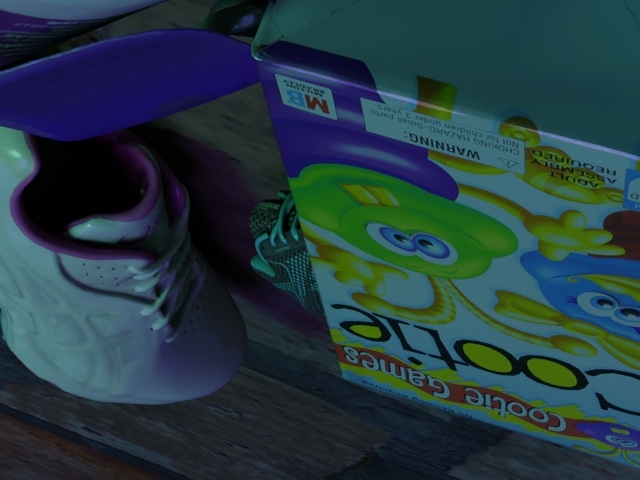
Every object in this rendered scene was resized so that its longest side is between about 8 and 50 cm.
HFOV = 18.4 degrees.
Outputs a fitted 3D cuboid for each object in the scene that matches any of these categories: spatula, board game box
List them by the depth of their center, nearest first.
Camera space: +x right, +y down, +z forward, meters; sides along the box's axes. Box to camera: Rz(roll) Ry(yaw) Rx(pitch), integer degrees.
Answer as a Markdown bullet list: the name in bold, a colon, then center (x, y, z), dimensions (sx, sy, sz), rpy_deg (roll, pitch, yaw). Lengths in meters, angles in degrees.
- **spatula**: center (-0.032, -0.067, 0.670), dimensions (0.084, 0.030, 0.296), rpy_deg (-16, -172, 19)
- **board game box**: center (0.081, -0.040, 0.679), dimensions (0.144, 0.142, 0.275), rpy_deg (16, 160, 13)

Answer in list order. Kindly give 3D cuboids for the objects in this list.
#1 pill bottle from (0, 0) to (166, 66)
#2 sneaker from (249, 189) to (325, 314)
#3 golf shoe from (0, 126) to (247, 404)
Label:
- **pill bottle**: center (-0.139, -0.130, 0.620), dimensions (0.169, 0.169, 0.301), rpy_deg (31, 158, -28)
- **sneaker**: center (0.000, 0.000, 0.988), dimensions (0.076, 0.065, 0.166), rpy_deg (24, 159, 0)
- **golf shoe**: center (-0.116, 0.008, 1.051), dimensions (0.140, 0.115, 0.306), rpy_deg (0, 154, 37)
